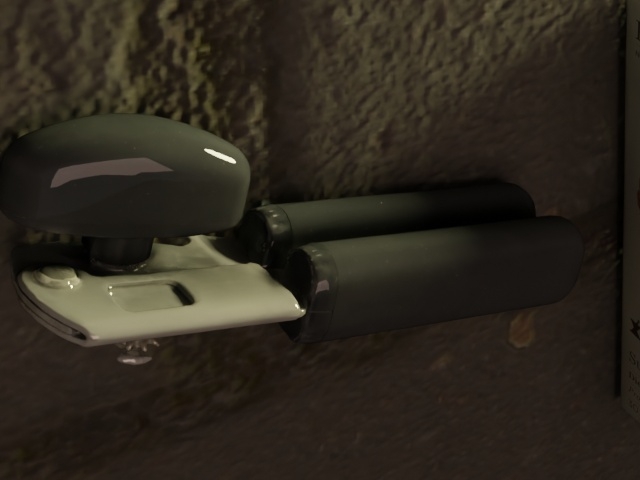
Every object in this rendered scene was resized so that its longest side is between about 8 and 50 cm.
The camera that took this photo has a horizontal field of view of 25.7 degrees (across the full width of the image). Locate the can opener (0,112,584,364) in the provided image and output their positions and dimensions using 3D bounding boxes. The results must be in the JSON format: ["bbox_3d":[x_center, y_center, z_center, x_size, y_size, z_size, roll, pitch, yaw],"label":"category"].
[{"bbox_3d":[0.000,0.000,0.606,0.280,0.074,0.093,-1,120,-35],"label":"can opener"}]

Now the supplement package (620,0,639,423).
[{"bbox_3d":[0.276,-0.002,0.726,0.175,0.177,0.293,-25,131,-19],"label":"supplement package"}]
